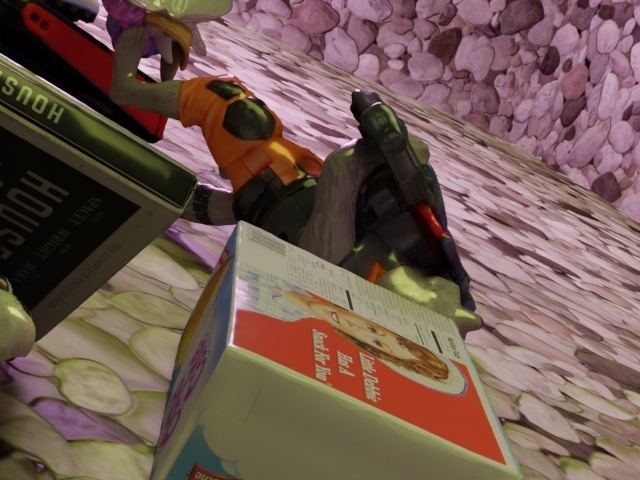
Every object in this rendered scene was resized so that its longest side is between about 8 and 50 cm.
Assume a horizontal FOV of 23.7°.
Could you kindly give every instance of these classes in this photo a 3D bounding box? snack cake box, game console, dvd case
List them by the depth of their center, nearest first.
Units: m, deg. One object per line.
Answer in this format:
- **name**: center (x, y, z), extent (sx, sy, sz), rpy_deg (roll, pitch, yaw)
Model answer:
- **dvd case**: center (-0.195, -0.046, 0.686), extent (0.238, 0.030, 0.179), rpy_deg (32, -35, -17)
- **snack cake box**: center (0.003, 0.084, 0.809), extent (0.152, 0.089, 0.264), rpy_deg (26, 11, -7)
- **game console**: center (-0.336, -0.223, 1.408), extent (0.386, 0.060, 0.342), rpy_deg (29, 0, 20)

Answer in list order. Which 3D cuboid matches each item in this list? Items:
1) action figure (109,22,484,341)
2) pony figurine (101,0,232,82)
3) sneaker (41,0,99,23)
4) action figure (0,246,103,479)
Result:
- **action figure**: center (0.000, 0.000, 1.187), extent (0.330, 0.178, 0.341), rpy_deg (41, -9, 35)
- **pony figurine**: center (-0.140, -0.311, 1.301), extent (0.302, 0.364, 0.351), rpy_deg (31, 14, 25)
- **sneaker**: center (-0.314, -0.291, 1.523), extent (0.237, 0.086, 0.085), rpy_deg (31, -2, 16)
- **action figure**: center (-0.224, 0.022, 0.514), extent (0.275, 0.248, 0.370), rpy_deg (-15, -14, 14)
